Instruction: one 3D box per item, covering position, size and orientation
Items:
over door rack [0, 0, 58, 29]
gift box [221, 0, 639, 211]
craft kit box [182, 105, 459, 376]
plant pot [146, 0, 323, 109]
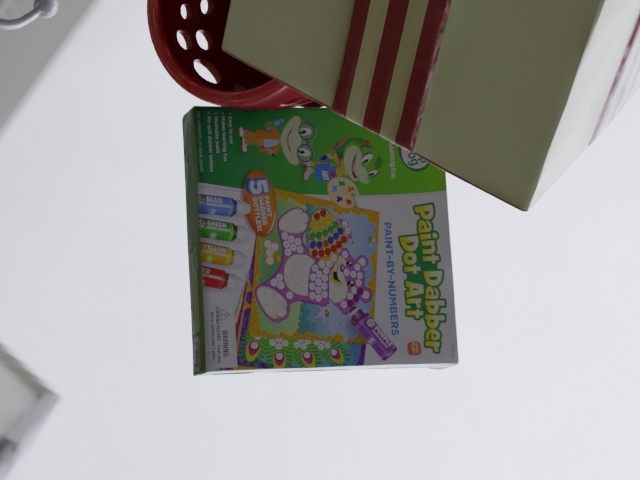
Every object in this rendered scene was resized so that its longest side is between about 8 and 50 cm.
[{"bbox_3d":[-0.186,-0.324,1.150,0.239,0.108,0.324,159,-73,-74],"label":"over door rack"},{"bbox_3d":[0.106,-0.195,0.982,0.276,0.255,0.258,-50,161,-48],"label":"gift box"},{"bbox_3d":[0.000,0.000,1.614,0.061,0.247,0.249,154,-67,-68],"label":"craft kit box"},{"bbox_3d":[-0.033,-0.209,1.566,0.191,0.174,0.191,-1,-91,31],"label":"plant pot"}]
